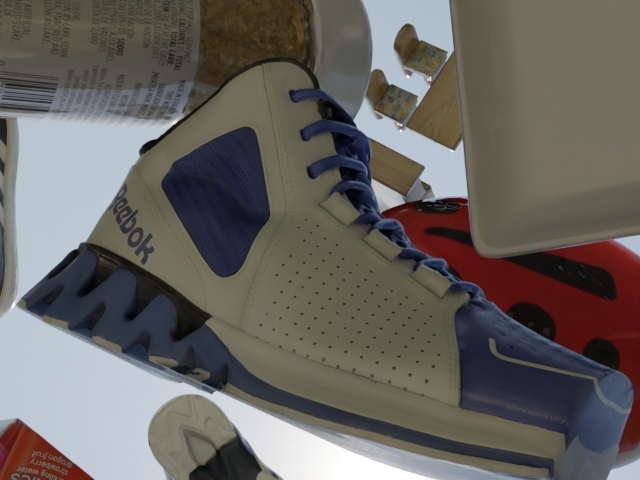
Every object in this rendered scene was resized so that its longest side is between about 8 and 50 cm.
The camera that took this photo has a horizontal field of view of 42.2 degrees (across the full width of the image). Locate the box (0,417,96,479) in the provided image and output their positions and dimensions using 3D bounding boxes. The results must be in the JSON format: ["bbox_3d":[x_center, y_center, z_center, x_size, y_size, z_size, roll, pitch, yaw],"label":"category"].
[{"bbox_3d":[-0.338,0.272,0.852,0.257,0.128,0.122,-20,-151,52],"label":"box"}]

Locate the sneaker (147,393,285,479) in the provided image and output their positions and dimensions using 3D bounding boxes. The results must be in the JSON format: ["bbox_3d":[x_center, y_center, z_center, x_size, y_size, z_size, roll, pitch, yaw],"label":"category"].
[{"bbox_3d":[-0.076,0.248,0.780,0.094,0.153,0.235,-42,-92,-13],"label":"sneaker"}]

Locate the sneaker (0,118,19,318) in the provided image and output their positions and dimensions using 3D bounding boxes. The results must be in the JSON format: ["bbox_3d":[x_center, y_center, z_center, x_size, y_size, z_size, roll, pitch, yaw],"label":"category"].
[{"bbox_3d":[-0.429,-0.078,0.932,0.131,0.148,0.350,-17,-103,12],"label":"sneaker"}]

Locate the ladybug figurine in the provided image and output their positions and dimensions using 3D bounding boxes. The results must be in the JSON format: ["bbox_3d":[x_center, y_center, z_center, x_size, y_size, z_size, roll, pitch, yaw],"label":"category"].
[{"bbox_3d":[0.214,0.078,0.880,0.162,0.449,0.305,119,-20,-47],"label":"ladybug figurine"}]

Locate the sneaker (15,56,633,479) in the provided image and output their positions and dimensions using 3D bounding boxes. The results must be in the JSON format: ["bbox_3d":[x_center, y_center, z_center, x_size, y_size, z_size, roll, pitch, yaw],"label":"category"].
[{"bbox_3d":[-0.001,0.000,0.417,0.315,0.127,0.182,14,-105,29],"label":"sneaker"}]

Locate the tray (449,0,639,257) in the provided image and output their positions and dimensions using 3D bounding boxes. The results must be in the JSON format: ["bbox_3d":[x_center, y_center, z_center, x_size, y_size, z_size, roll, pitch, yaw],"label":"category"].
[{"bbox_3d":[0.131,-0.129,0.376,0.145,0.030,0.270,-10,-108,26],"label":"tray"}]

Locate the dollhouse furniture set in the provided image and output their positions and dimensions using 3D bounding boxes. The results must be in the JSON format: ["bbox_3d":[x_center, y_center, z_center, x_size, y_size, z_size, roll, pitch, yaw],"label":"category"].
[{"bbox_3d":[0.142,-0.152,1.046,0.212,0.161,0.242,30,-96,23],"label":"dollhouse furniture set"}]

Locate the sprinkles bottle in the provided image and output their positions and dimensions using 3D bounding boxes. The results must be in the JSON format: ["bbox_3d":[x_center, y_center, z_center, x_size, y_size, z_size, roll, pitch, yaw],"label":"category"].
[{"bbox_3d":[-0.141,-0.133,0.534,0.121,0.355,0.121,0,-90,59],"label":"sprinkles bottle"}]
